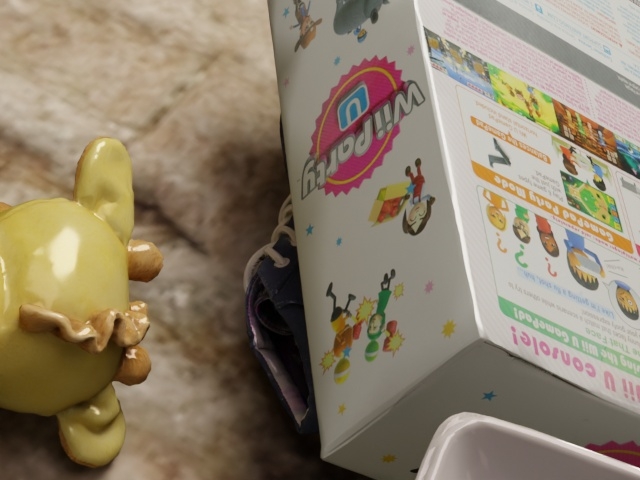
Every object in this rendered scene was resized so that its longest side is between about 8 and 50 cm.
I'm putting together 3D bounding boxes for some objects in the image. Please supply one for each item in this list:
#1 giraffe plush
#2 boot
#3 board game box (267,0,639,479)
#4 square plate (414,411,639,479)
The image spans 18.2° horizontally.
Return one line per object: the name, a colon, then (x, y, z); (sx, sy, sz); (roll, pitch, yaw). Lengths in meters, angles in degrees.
giraffe plush: (-0.153, 0.019, 0.808); (0.170, 0.181, 0.210); (-5, 38, -46)
boot: (0.000, 0.000, 0.909); (0.086, 0.069, 0.190); (-6, 53, -27)
board game box: (0.093, -0.022, 0.876); (0.224, 0.097, 0.303); (25, 41, -34)
square plate: (0.145, 0.266, 0.609); (0.347, 0.049, 0.344); (18, 72, 8)
